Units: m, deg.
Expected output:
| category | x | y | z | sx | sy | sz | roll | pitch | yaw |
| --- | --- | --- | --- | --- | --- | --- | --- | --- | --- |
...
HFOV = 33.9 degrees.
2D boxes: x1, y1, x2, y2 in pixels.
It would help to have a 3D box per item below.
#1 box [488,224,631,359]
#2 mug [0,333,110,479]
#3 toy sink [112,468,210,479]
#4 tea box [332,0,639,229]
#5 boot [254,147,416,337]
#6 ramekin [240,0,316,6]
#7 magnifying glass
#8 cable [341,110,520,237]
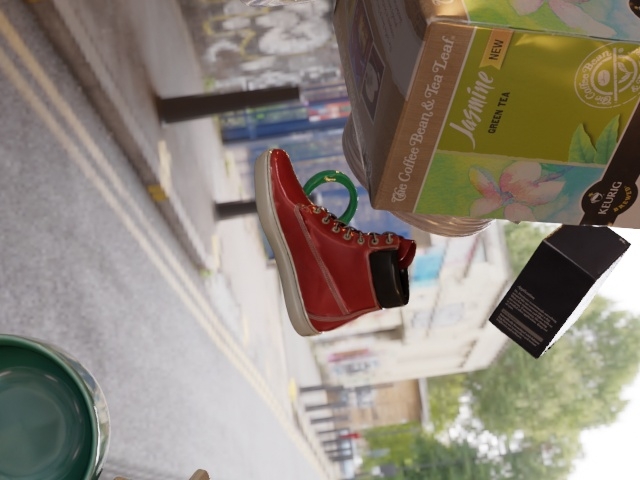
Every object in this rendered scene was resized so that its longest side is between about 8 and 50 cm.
| category | x | y | z | sx | sy | sz | roll | pitch | yaw |
| --- | --- | --- | --- | --- | --- | --- | --- | --- | --- |
| box | 0.337 | 0.059 | 1.477 | 0.156 | 0.093 | 0.158 | -29 | 153 | -52 |
| mug | -0.206 | 0.114 | 0.690 | 0.097 | 0.130 | 0.157 | 119 | -37 | -82 |
| toy sink | -0.270 | 0.455 | 1.573 | 0.234 | 0.131 | 0.152 | -51 | 143 | -49 |
| tea box | 0.200 | -0.202 | 1.045 | 0.329 | 0.324 | 0.220 | -100 | -163 | -45 |
| boot | 0.023 | -0.019 | 1.306 | 0.088 | 0.176 | 0.244 | -1 | 71 | -67 |
| ramekin | -0.015 | -0.452 | 1.639 | 0.277 | 0.277 | 0.135 | -94 | 175 | -83 |
| magnifying glass | 0.000 | 0.000 | 1.617 | 0.026 | 0.092 | 0.230 | -127 | -138 | -58 |
| cable | 0.155 | -0.123 | 1.423 | 0.257 | 0.257 | 0.089 | -83 | -164 | -44 |
